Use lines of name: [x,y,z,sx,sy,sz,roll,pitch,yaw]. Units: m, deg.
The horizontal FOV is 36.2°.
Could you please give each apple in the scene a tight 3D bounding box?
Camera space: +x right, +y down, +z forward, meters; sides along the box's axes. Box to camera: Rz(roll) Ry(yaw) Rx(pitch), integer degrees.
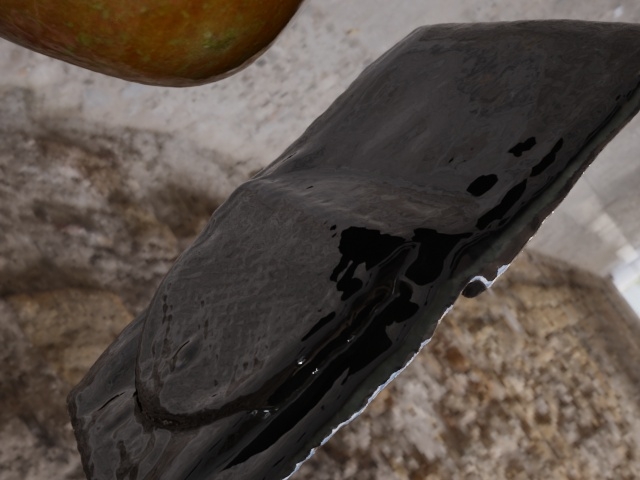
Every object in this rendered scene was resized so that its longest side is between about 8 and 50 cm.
apple: [-0.095,-0.192,0.468,0.237,0.237,0.208,-15,132,-53]

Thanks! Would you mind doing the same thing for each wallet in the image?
wallet: [0.000,0.000,0.490,0.323,0.041,0.247,-44,-155,-9]
